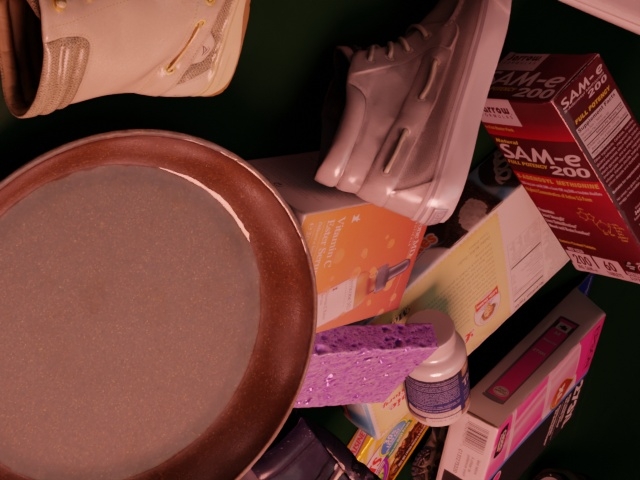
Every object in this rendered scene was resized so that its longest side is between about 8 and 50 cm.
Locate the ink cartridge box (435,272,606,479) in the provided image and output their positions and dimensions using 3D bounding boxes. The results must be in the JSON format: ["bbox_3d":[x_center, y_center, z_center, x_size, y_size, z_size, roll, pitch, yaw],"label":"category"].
[{"bbox_3d":[0.262,0.189,1.467,0.371,0.069,0.176,-37,144,-46],"label":"ink cartridge box"}]

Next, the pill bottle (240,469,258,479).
[{"bbox_3d":[-0.192,0.278,0.946,0.301,0.169,0.169,-13,130,-29],"label":"pill bottle"}]

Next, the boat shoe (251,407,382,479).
[{"bbox_3d":[-0.107,0.295,1.151,0.340,0.127,0.158,-39,119,-8],"label":"boat shoe"}]

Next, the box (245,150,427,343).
[{"bbox_3d":[0.000,0.000,1.020,0.170,0.091,0.130,-13,128,-44],"label":"box"}]

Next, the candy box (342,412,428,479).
[{"bbox_3d":[0.050,0.268,1.373,0.105,0.027,0.206,26,98,-52],"label":"candy box"}]

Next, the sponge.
[{"bbox_3d":[-0.008,0.115,1.071,0.210,0.031,0.117,1,148,-30],"label":"sponge"}]

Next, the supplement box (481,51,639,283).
[{"bbox_3d":[0.256,-0.068,1.149,0.073,0.130,0.239,-45,116,-16],"label":"supplement box"}]

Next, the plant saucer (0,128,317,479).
[{"bbox_3d":[-0.146,0.068,0.868,0.310,0.050,0.311,-11,111,-29],"label":"plant saucer"}]

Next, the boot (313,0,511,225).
[{"bbox_3d":[0.074,-0.146,0.977,0.095,0.123,0.258,127,-20,-65],"label":"boot"}]

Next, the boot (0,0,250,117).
[{"bbox_3d":[-0.117,-0.179,0.740,0.165,0.077,0.213,-15,131,-40],"label":"boot"}]

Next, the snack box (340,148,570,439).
[{"bbox_3d":[0.138,0.044,1.251,0.322,0.060,0.187,-40,142,-20],"label":"snack box"}]

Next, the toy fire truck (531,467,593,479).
[{"bbox_3d":[0.327,0.483,1.747,0.246,0.217,0.158,-48,149,18],"label":"toy fire truck"}]

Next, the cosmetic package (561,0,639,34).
[{"bbox_3d":[0.332,-0.286,0.843,0.329,0.327,0.393,-68,167,16],"label":"cosmetic package"}]

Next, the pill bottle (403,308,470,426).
[{"bbox_3d":[0.112,0.124,1.174,0.067,0.067,0.120,-38,141,-22],"label":"pill bottle"}]

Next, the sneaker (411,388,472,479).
[{"bbox_3d":[0.159,0.238,1.466,0.135,0.052,0.058,-57,160,8],"label":"sneaker"}]
